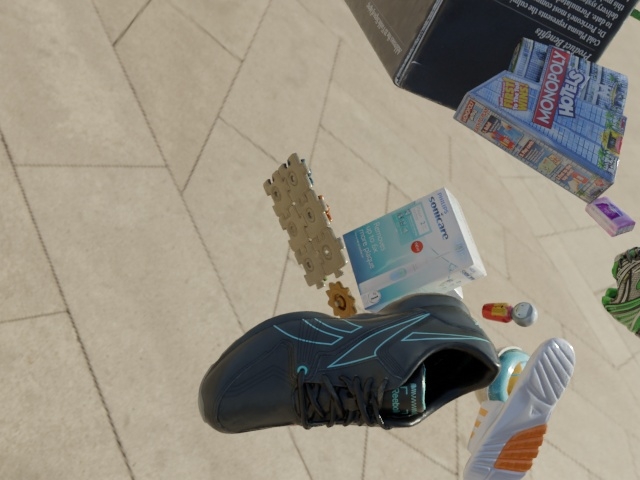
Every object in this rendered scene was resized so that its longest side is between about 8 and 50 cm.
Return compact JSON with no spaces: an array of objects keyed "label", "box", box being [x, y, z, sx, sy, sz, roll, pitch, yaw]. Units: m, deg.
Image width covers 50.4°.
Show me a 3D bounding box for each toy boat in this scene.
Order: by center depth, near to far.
[{"label":"toy boat","box":[0.517,0.322,1.850,0.267,0.148,0.318,-9,99,-51]}]

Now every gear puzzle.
[{"label":"gear puzzle","box":[0.000,0.000,1.332,0.044,0.175,0.339,-20,81,-33]}]

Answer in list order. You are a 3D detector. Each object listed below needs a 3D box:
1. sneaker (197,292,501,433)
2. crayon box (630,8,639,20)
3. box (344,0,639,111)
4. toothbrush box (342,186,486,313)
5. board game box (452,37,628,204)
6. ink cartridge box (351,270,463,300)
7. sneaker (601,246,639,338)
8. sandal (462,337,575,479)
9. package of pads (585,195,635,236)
[{"label":"sneaker","box":[0.028,0.113,0.589,0.106,0.267,0.101,-130,-153,-61]},{"label":"crayon box","box":[0.773,-0.604,1.413,0.203,0.323,0.083,22,21,-11]},{"label":"box","box":[0.292,-0.496,1.112,0.297,0.472,0.480,19,30,-21]},{"label":"toothbrush box","box":[0.231,0.036,1.700,0.126,0.295,0.216,31,40,-58]},{"label":"board game box","box":[0.274,-0.169,0.842,0.194,0.060,0.194,21,65,1]},{"label":"ink cartridge box","box":[0.249,0.100,1.951,0.273,0.198,0.115,47,22,-21]},{"label":"sneaker","box":[0.662,0.050,1.354,0.146,0.344,0.134,34,44,26]},{"label":"sandal","box":[0.298,0.261,1.040,0.102,0.265,0.076,27,4,-21]},{"label":"package of pads","box":[0.548,-0.045,1.289,0.050,0.032,0.083,-13,48,-23]}]
